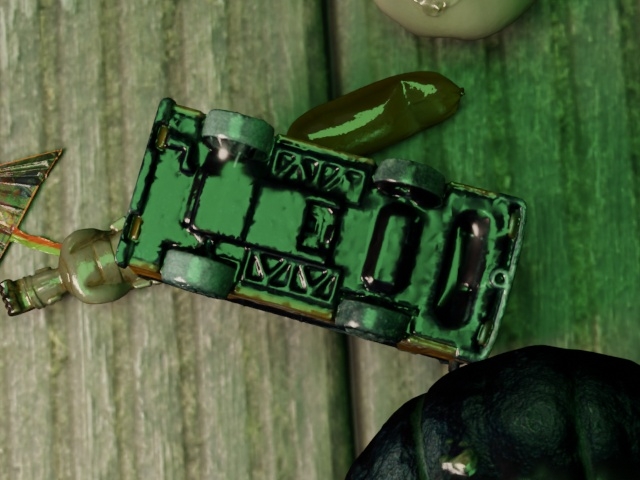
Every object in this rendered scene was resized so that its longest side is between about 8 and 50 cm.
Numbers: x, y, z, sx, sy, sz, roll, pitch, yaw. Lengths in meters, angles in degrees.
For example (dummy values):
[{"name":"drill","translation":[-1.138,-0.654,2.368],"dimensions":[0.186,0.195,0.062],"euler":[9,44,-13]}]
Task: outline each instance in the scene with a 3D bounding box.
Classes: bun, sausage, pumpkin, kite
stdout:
[{"name":"bun","translation":[0.128,-0.249,1.536],"dimensions":[0.173,0.120,0.172],"euler":[-7,50,9]},{"name":"sausage","translation":[0.045,-0.114,1.564],"dimensions":[0.183,0.054,0.062],"euler":[-24,110,3]},{"name":"pumpkin","translation":[0.188,0.263,1.346],"dimensions":[0.364,0.266,0.363],"euler":[-1,115,-2]},{"name":"kite","translation":[-0.316,-0.016,1.630],"dimensions":[0.159,0.010,0.190],"euler":[29,88,11]}]

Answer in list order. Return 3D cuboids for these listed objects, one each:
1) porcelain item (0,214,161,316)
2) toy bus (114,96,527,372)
[{"name":"porcelain item","translation":[-0.198,0.021,1.582],"dimensions":[0.213,0.054,0.084],"euler":[-22,76,5]},{"name":"toy bus","translation":[0.000,0.000,1.458],"dimensions":[0.324,0.194,0.161],"euler":[16,83,-1]}]
